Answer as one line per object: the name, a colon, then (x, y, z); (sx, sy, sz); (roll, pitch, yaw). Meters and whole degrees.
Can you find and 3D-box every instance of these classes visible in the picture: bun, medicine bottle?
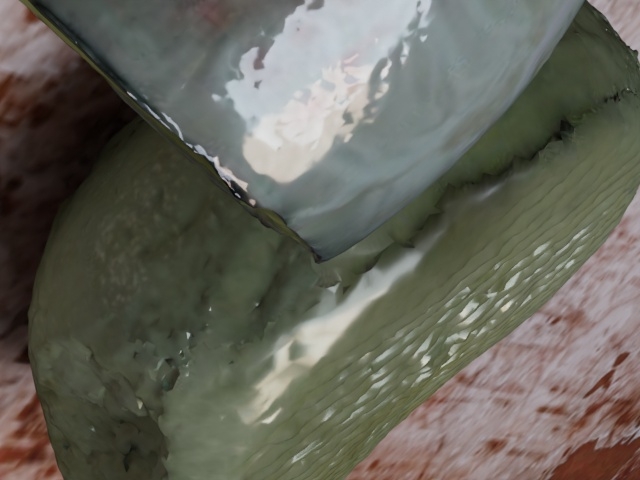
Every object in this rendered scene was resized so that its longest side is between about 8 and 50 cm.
bun: (-0.002, 0.002, 0.576); (0.221, 0.108, 0.221); (-40, 163, -15)
medicine bottle: (-0.003, -0.090, 0.382); (0.143, 0.147, 0.147); (-48, 156, -2)
